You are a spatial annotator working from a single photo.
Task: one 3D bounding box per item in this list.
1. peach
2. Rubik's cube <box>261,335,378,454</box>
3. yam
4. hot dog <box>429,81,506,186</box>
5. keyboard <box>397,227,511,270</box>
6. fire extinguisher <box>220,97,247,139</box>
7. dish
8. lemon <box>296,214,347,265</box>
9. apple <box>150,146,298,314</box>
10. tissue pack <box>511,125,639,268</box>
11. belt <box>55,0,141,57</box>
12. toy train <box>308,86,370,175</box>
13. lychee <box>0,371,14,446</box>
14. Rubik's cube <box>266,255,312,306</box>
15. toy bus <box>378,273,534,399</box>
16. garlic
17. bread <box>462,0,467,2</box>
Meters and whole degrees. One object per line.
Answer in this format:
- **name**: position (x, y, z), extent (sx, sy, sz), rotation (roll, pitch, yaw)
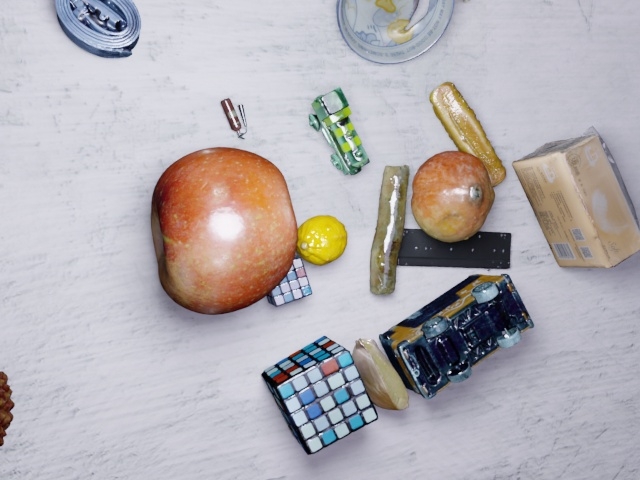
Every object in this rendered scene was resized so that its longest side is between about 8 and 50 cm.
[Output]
- **peach**: position (0.316, -0.103, 1.742), extent (0.232, 0.232, 0.233), rotation (0, 92, -15)
- **Rubik's cube**: position (-0.006, 0.347, 1.694), extent (0.187, 0.182, 0.184), rotation (-26, 98, -13)
- **yam**: position (0.163, -0.028, 1.786), extent (0.067, 0.071, 0.318), rotation (8, 89, -51)
- **hot dog**: position (0.362, -0.257, 1.831), extent (0.083, 0.068, 0.289), rotation (-32, 104, 12)
- **keyboard**: position (0.332, 0.024, 1.855), extent (0.309, 0.018, 0.101), rotation (2, 90, -15)
- **fire extinguisher**: position (-0.190, -0.279, 1.710), extent (0.046, 0.032, 0.100), rotation (-32, 101, -46)
- **dish**: position (0.162, -0.563, 1.734), extent (0.273, 0.134, 0.273), rotation (-5, 131, -6)
- **lemon**: position (0.000, 0.000, 1.709), extent (0.155, 0.114, 0.114), rotation (-29, 102, -55)
- **apple**: position (-0.202, -0.023, 1.551), extent (0.276, 0.348, 0.349), rotation (-7, 94, -21)
- **tissue pack**: position (0.659, -0.111, 1.837), extent (0.238, 0.238, 0.306), rotation (-28, 98, -12)
- **belt**: position (-0.472, -0.474, 1.598), extent (0.190, 0.082, 0.141), rotation (32, 81, -12)
- **toy train**: position (0.046, -0.245, 1.714), extent (0.083, 0.132, 0.200), rotation (-32, 97, -11)
- **lychee**: position (-0.769, 0.331, 1.439), extent (0.330, 0.306, 0.306), rotation (-23, 98, -41)
- **Rubik's cube**: position (-0.082, 0.091, 1.711), extent (0.092, 0.092, 0.092), rotation (-19, 96, -13)
- **toy bus**: position (0.313, 0.218, 1.768), extent (0.323, 0.194, 0.162), rotation (-31, 100, -15)
- **garlic**: position (0.130, 0.317, 1.769), extent (0.087, 0.101, 0.196), rotation (-29, 90, -36)
- **bread**: position (0.345, -0.669, 1.802), extent (0.119, 0.084, 0.177), rotation (-24, 97, -14)
